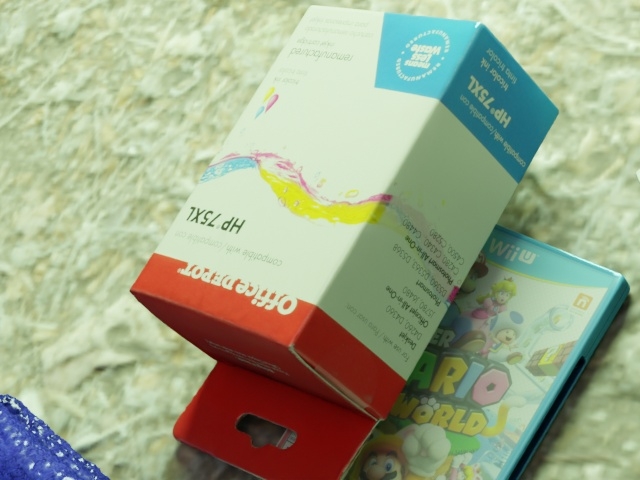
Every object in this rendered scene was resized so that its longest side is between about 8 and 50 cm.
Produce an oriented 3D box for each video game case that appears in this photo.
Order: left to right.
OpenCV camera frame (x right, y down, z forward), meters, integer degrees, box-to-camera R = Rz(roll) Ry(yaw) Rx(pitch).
[{"bbox_3d":[0.059,0.068,0.793,0.119,0.015,0.166,23,74,36],"label":"video game case"}]

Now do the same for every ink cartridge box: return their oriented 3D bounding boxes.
[{"bbox_3d":[0.000,0.000,0.810,0.134,0.078,0.231,14,68,48],"label":"ink cartridge box"}]

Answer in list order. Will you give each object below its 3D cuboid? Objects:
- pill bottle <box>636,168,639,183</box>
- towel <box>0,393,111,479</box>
[{"bbox_3d":[0.217,-0.030,0.730,0.137,0.078,0.078,-25,53,13],"label":"pill bottle"},{"bbox_3d":[-0.218,0.225,0.805,0.228,0.076,0.308,30,78,36],"label":"towel"}]
